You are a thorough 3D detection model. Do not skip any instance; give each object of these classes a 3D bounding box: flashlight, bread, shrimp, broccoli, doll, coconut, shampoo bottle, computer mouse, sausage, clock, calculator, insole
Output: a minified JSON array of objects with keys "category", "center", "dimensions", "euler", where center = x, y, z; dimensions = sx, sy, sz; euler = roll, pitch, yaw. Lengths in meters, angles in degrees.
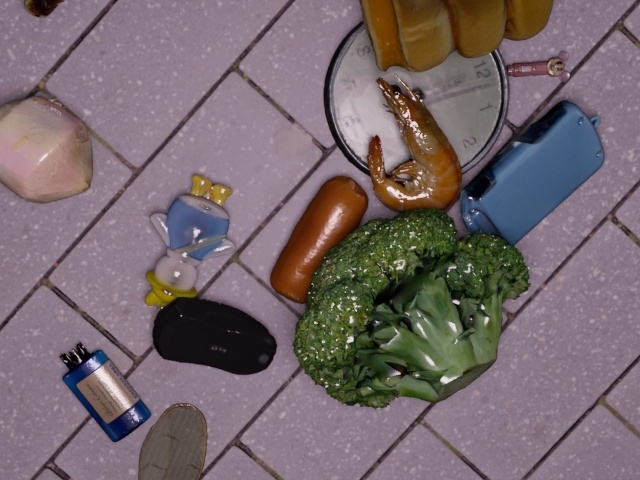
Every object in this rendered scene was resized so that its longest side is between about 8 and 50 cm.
[{"category":"flashlight","center":[0.375,-0.296,1.522],"dimensions":[0.111,0.031,0.052],"euler":[-5,97,-1]},{"category":"bread","center":[0.218,-0.417,1.332],"dimensions":[0.342,0.210,0.300],"euler":[-12,113,-5]},{"category":"shrimp","center":[0.142,-0.152,1.451],"dimensions":[0.150,0.068,0.248],"euler":[-20,102,3]},{"category":"broccoli","center":[0.126,0.114,1.414],"dimensions":[0.414,0.321,0.309],"euler":[-16,89,-33]},{"category":"doll","center":[-0.227,0.011,1.502],"dimensions":[0.135,0.099,0.240],"euler":[19,98,-43]},{"category":"coconut","center":[-0.452,-0.144,1.448],"dimensions":[0.183,0.171,0.170],"euler":[30,94,-2]},{"category":"shampoo bottle","center":[-0.383,0.260,1.546],"dimensions":[0.087,0.050,0.183],"euler":[-36,96,5]},{"category":"computer mouse","center":[-0.181,0.162,1.519],"dimensions":[0.217,0.073,0.122],"euler":[17,120,-21]},{"category":"sausage","center":[0.000,0.000,1.513],"dimensions":[0.098,0.098,0.238],"euler":[31,95,-5]},{"category":"clock","center":[0.165,-0.246,1.505],"dimensions":[0.319,0.066,0.318],"euler":[0,95,-2]},{"category":"calculator","center":[0.362,-0.110,1.497],"dimensions":[0.293,0.051,0.173],"euler":[-42,130,3]},{"category":"insole","center":[-0.293,0.454,1.590],"dimensions":[0.119,0.009,0.348],"euler":[24,95,-5]}]

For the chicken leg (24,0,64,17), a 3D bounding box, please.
[{"category":"chicken leg","center":[-0.317,-0.491,1.425],"dimensions":[0.361,0.140,0.211],"euler":[-10,105,-4]}]
